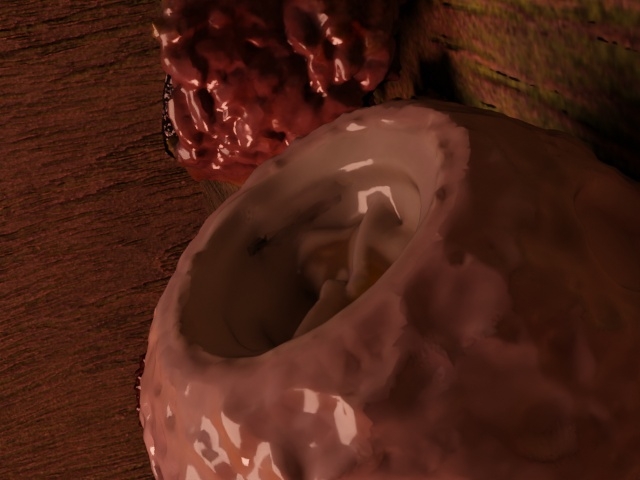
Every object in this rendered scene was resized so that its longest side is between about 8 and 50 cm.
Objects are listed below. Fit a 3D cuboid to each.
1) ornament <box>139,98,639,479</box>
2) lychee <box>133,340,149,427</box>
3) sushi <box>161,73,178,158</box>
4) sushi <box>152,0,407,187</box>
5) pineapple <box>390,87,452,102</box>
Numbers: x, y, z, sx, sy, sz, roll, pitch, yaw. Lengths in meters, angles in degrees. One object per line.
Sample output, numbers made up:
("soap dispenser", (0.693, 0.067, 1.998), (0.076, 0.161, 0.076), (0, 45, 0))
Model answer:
("ornament", (0.054, 0.071, 0.446), (0.225, 0.259, 0.259), (51, -177, -31))
("lychee", (-0.133, 0.225, 1.511), (0.330, 0.306, 0.306), (148, 106, -81))
("sushi", (-0.131, -0.165, 1.341), (0.150, 0.153, 0.172), (35, 107, 40))
("sushi", (-0.032, -0.140, 0.744), (0.270, 0.170, 0.237), (135, 131, -83))
("pineapple", (0.089, -0.009, 0.705), (0.221, 0.047, 0.221), (168, 90, -79))
